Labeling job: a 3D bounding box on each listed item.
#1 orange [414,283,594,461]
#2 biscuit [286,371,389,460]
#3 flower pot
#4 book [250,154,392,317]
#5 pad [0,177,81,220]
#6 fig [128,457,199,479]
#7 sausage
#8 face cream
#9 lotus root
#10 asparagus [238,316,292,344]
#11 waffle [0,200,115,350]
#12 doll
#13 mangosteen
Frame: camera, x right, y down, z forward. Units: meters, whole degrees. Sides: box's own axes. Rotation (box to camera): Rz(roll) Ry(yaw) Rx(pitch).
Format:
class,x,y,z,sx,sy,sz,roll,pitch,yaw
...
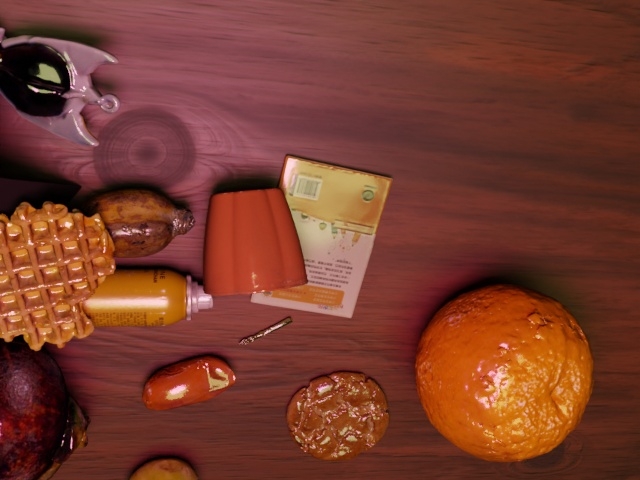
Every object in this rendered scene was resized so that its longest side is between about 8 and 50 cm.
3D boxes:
class,x,y,z,sx,sy,sz,roll,pitch,yaw
orange,0.342,0.247,1.307,0.341,0.293,0.340,-6,104,-26
biscuit,0.040,0.372,1.423,0.226,0.042,0.225,-3,110,-9
flower pot,-0.120,-0.001,1.176,0.191,0.190,0.173,-6,96,-9
book,0.000,0.000,1.287,0.208,0.020,0.295,11,108,-15
pad,-0.487,-0.036,1.058,0.009,0.265,0.159,44,97,5
fig,-0.313,0.503,1.362,0.153,0.120,0.136,-25,121,24
sausage,-0.255,0.274,1.308,0.179,0.089,0.089,-14,112,-10
face cream,-0.367,0.101,1.204,0.349,0.105,0.104,1,110,-12
lotus root,-0.319,-0.030,1.160,0.210,0.120,0.120,-2,111,-9
asparagus,-0.108,0.180,1.334,0.114,0.014,0.015,-27,134,-2
waffle,-0.428,0.056,1.068,0.253,0.056,0.249,-40,128,1
doll,-0.466,-0.256,1.052,0.316,0.103,0.145,18,87,-8
mangosteen,-0.571,0.303,1.147,0.330,0.330,0.330,-4,111,-10
